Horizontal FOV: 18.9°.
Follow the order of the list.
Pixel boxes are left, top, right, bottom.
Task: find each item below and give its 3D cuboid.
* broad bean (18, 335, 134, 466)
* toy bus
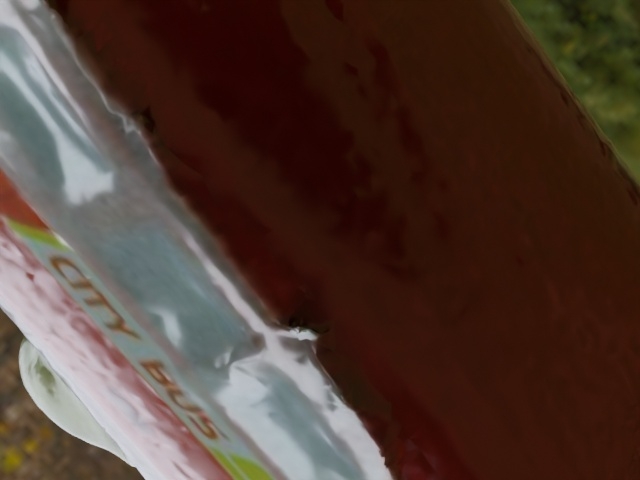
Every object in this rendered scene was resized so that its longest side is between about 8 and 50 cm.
[{"bbox_3d":[-0.055,0.082,1.000,0.206,0.072,0.153,30,-144,-1],"label":"broad bean"},{"bbox_3d":[0.000,0.000,0.417,0.265,0.121,0.120,53,153,-16],"label":"toy bus"}]
